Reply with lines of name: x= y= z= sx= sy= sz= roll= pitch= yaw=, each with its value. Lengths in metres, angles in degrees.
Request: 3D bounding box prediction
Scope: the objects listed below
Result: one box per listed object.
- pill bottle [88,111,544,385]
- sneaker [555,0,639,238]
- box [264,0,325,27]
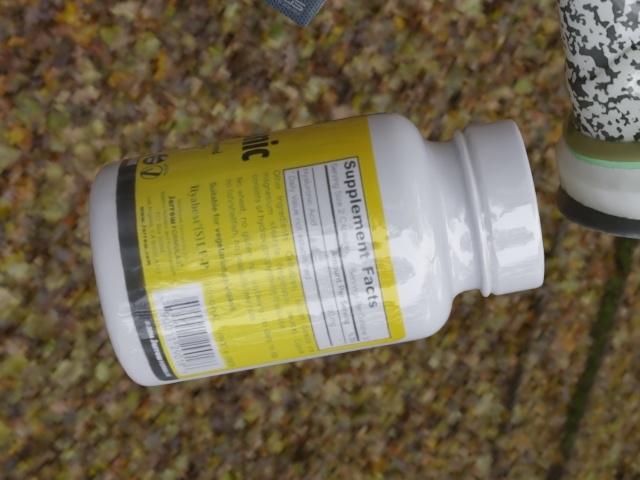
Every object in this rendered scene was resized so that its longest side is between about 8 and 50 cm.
pill bottle: x=0.000 y=0.000 z=0.354 sx=0.116 sy=0.065 sz=0.065 roll=-10 pitch=141 yaw=3
sneaker: x=0.298 y=-0.156 z=0.690 sx=0.410 sy=0.158 sz=0.182 roll=-28 pitch=119 yaw=-9
box: x=0.041 y=-0.293 z=1.007 sx=0.183 sy=0.059 sz=0.233 roll=-53 pitch=-174 yaw=38
